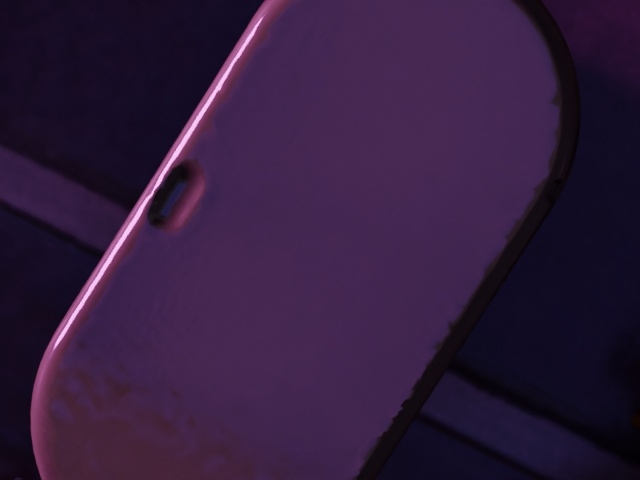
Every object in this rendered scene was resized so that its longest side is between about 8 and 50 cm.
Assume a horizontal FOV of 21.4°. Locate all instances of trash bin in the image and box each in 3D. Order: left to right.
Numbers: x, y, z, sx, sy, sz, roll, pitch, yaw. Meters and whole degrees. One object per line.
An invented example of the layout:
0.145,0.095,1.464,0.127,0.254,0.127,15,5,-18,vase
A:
0.000,0.000,0.678,0.121,0.247,0.243,33,96,0,trash bin

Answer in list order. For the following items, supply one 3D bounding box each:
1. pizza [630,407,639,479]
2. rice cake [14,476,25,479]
0.228,0.135,0.687,0.406,0.130,0.440,-25,66,22,pizza
-0.144,0.175,0.819,0.022,0.021,0.121,-7,96,15,rice cake
